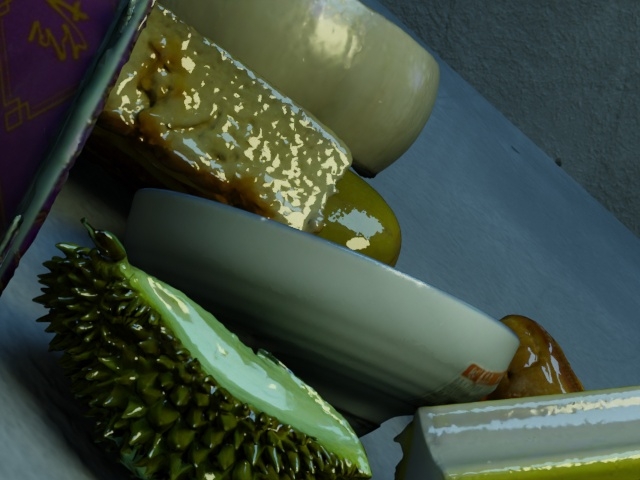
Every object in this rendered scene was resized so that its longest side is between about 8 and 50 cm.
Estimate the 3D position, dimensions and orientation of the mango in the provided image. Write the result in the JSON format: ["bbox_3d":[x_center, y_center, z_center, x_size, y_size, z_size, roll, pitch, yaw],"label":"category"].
[{"bbox_3d":[-0.017,-0.029,1.037,0.130,0.092,0.195,-32,71,-38],"label":"mango"}]

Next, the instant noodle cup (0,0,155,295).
[{"bbox_3d":[-0.225,-0.139,0.569,0.266,0.340,0.340,28,22,-15],"label":"instant noodle cup"}]

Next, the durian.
[{"bbox_3d":[-0.087,0.092,0.659,0.221,0.137,0.095,46,50,-12],"label":"durian"}]

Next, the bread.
[{"bbox_3d":[-0.122,-0.096,0.878,0.274,0.114,0.185,34,-9,-12],"label":"bread"}]

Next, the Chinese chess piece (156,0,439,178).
[{"bbox_3d":[-0.044,-0.193,1.169,0.338,0.140,0.338,31,5,-3],"label":"Chinese chess piece"}]

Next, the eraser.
[{"bbox_3d":[0.157,0.168,0.740,0.226,0.158,0.069,-3,41,-12],"label":"eraser"}]

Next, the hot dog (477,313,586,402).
[{"bbox_3d":[0.197,0.221,0.911,0.349,0.117,0.158,64,0,32],"label":"hot dog"}]

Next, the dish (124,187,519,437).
[{"bbox_3d":[-0.020,0.077,0.774,0.273,0.134,0.273,22,-8,3],"label":"dish"}]
